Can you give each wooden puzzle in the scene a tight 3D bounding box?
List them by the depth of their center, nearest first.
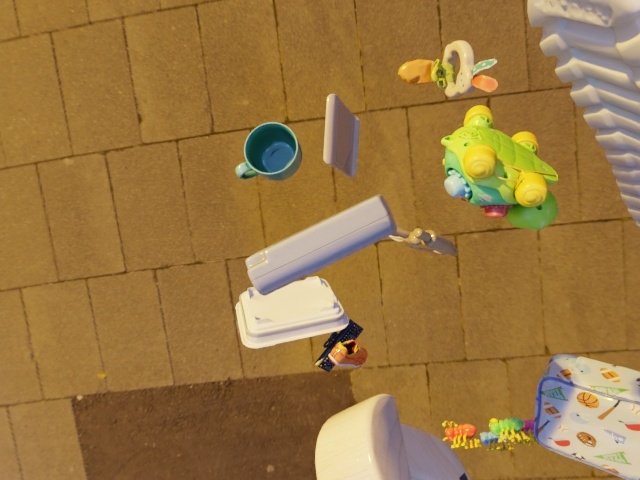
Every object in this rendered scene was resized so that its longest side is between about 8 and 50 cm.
[{"bbox_3d":[0.066,-0.335,1.398,0.044,0.239,0.220,2,88,25],"label":"wooden puzzle"}]

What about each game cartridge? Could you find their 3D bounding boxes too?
[{"bbox_3d":[0.000,0.000,0.610,0.198,0.297,0.062,-22,92,-4],"label":"game cartridge"}]

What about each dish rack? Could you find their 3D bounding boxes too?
[{"bbox_3d":[-0.099,0.208,1.360,0.333,0.285,0.072,-9,114,-13],"label":"dish rack"}]

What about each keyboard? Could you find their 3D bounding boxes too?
[{"bbox_3d":[0.056,0.332,1.346,0.180,0.023,0.108,-51,128,-4],"label":"keyboard"}]

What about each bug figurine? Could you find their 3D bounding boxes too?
[{"bbox_3d":[0.475,0.524,1.158,0.216,0.279,0.072,-31,49,35],"label":"bug figurine"}]

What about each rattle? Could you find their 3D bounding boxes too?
[{"bbox_3d":[0.281,-0.375,0.946,0.143,0.199,0.130,11,126,-17],"label":"rattle"}]

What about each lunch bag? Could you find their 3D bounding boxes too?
[{"bbox_3d":[0.607,0.380,0.889,0.304,0.115,0.243,11,121,39],"label":"lunch bag"}]

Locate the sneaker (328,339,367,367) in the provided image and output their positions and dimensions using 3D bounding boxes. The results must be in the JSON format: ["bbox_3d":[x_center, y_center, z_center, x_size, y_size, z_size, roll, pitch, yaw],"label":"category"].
[{"bbox_3d":[0.091,0.303,1.151,0.064,0.175,0.067,43,103,28],"label":"sneaker"}]

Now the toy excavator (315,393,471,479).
[{"bbox_3d":[0.213,0.388,0.520,0.222,0.433,0.444,-39,64,29],"label":"toy excavator"}]

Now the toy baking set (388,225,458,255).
[{"bbox_3d":[0.171,-0.011,0.843,0.197,0.256,0.030,19,90,47],"label":"toy baking set"}]

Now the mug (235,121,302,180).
[{"bbox_3d":[-0.123,-0.211,1.044,0.158,0.097,0.129,1,84,9],"label":"mug"}]

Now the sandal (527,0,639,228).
[{"bbox_3d":[0.329,-0.083,0.352,0.102,0.169,0.416,-44,117,10],"label":"sandal"}]

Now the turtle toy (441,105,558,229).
[{"bbox_3d":[0.161,-0.055,0.380,0.130,0.095,0.066,28,135,-7],"label":"turtle toy"}]
